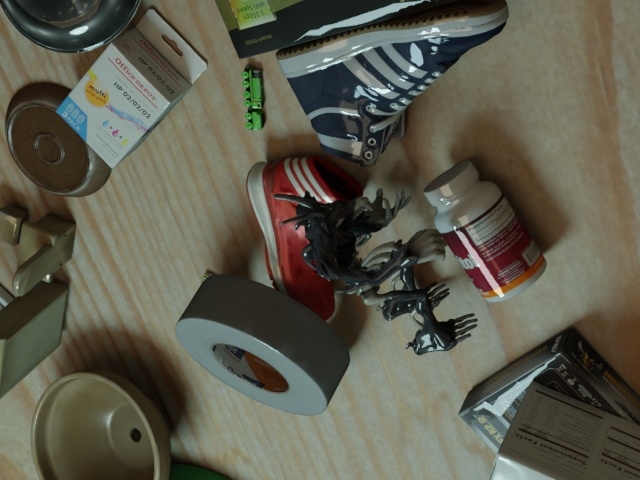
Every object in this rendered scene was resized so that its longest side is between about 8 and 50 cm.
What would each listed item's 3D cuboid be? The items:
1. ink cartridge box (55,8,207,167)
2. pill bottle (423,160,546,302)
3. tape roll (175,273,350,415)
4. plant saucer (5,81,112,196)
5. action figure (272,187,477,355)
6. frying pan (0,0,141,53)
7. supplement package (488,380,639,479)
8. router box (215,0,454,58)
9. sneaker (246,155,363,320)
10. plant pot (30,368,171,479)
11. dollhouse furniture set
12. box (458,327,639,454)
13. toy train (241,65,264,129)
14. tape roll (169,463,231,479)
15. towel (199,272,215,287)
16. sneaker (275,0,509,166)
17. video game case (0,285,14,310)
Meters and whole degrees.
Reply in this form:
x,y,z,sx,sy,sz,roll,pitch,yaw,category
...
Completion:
x,y,z,sx,sy,sz,roll,pitch,yaw,category
-0.235,-0.187,1.543,0.104,0.061,0.181,45,127,-4,ink cartridge box
0.185,-0.011,1.424,0.086,0.086,0.152,-27,103,36,pill bottle
-0.074,0.135,1.593,0.219,0.072,0.219,25,155,12,tape roll
-0.356,-0.128,1.662,0.168,0.029,0.168,12,122,20,plant saucer
0.069,0.012,1.426,0.141,0.164,0.276,-39,129,9,action figure
-0.327,-0.379,1.469,0.197,0.053,0.326,-22,93,15,frying pan
0.289,0.338,1.473,0.204,0.145,0.262,22,127,13,supplement package
0.008,-0.346,1.314,0.309,0.081,0.243,-10,113,31,router box
0.000,0.000,1.525,0.128,0.087,0.221,-9,115,32,sneaker
-0.297,0.295,1.815,0.237,0.110,0.237,6,101,30,plant pot
-0.557,0.068,1.763,0.355,0.174,0.303,21,119,11,dollhouse furniture set
0.313,0.241,1.530,0.231,0.056,0.183,46,129,-5,box
-0.080,-0.171,1.505,0.024,0.017,0.083,5,121,13,toy train
-0.190,0.493,1.922,0.321,0.077,0.321,12,122,20,tape roll
-0.130,0.084,1.687,0.083,0.009,0.060,32,127,6,towel
0.094,-0.172,1.364,0.282,0.099,0.153,-8,112,36,sneaker
-0.544,0.101,1.899,0.190,0.022,0.173,44,128,-2,video game case
